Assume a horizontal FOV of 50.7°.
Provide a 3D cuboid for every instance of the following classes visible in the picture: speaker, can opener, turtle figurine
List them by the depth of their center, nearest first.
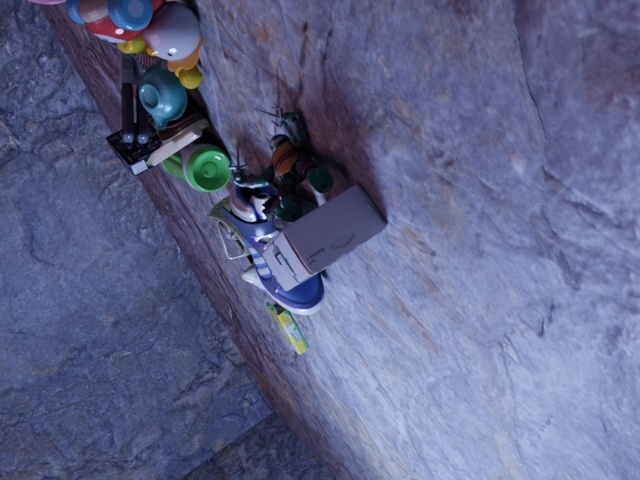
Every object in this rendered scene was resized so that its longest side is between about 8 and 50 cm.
[{"bbox_3d":[-0.065,-0.142,1.190,0.175,0.118,0.234,-58,39,24],"label":"turtle figurine"},{"bbox_3d":[-0.495,-0.402,1.804,0.095,0.076,0.283,134,133,-61],"label":"can opener"},{"bbox_3d":[-0.340,-0.212,1.805,0.296,0.131,0.131,29,148,58],"label":"speaker"}]

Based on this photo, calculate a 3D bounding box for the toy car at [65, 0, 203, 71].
[{"bbox_3d":[-0.320,-0.413,1.301,0.219,0.210,0.238,21,155,45],"label":"toy car"}]

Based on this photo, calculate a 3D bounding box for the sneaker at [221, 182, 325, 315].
[{"bbox_3d":[-0.105,0.000,1.513,0.323,0.130,0.236,56,168,24],"label":"sneaker"}]

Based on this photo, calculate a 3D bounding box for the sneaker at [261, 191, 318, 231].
[{"bbox_3d":[-0.055,-0.019,1.427,0.130,0.087,0.227,46,157,39],"label":"sneaker"}]

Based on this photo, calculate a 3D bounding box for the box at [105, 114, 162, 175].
[{"bbox_3d":[-0.578,-0.313,2.199,0.220,0.175,0.051,41,156,41],"label":"box"}]

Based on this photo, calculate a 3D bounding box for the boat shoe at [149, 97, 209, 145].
[{"bbox_3d":[-0.383,-0.326,1.740,0.123,0.123,0.342,63,168,-22],"label":"boat shoe"}]

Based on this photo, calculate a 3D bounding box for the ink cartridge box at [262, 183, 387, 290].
[{"bbox_3d":[0.000,0.000,1.175,0.093,0.160,0.219,57,162,2],"label":"ink cartridge box"}]

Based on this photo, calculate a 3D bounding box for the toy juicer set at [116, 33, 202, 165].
[{"bbox_3d":[-0.338,-0.342,1.557,0.209,0.089,0.329,2,113,32],"label":"toy juicer set"}]

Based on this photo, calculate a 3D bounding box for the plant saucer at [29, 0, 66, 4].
[{"bbox_3d":[-0.484,-0.603,1.245,0.084,0.332,0.332,19,149,17],"label":"plant saucer"}]

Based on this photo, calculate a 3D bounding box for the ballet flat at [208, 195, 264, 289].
[{"bbox_3d":[-0.192,0.043,1.863,0.349,0.123,0.123,58,163,-3],"label":"ballet flat"}]

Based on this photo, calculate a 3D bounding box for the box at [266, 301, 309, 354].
[{"bbox_3d":[-0.109,0.273,2.170,0.179,0.043,0.105,61,163,-18],"label":"box"}]

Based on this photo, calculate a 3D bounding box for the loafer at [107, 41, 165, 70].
[{"bbox_3d":[-0.425,-0.487,1.649,0.251,0.087,0.094,37,135,22],"label":"loafer"}]
